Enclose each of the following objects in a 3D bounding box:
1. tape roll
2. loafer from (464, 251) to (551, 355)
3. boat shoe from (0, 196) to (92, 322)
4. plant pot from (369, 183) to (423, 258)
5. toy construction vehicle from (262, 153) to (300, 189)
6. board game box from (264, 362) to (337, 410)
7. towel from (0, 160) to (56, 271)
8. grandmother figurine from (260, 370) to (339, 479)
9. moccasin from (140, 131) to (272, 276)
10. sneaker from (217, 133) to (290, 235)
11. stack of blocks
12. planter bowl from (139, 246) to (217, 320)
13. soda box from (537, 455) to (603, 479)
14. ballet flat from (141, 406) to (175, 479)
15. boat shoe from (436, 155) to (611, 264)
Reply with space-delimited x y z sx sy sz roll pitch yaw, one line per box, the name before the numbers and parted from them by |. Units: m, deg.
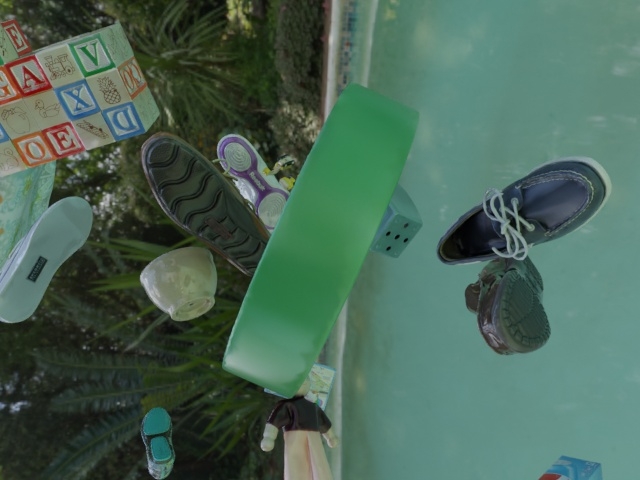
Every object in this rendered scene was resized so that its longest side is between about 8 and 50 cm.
tape roll | 0.000 0.000 0.566 0.321 0.077 0.321 -155 90 -89
loafer | 0.347 0.125 1.023 0.133 0.130 0.366 57 -152 1
boat shoe | -0.517 0.026 0.974 0.095 0.084 0.258 54 -129 -39
plant pot | 0.114 -0.075 1.256 0.165 0.166 0.234 -55 46 17
toy construction vehicle | -0.065 -0.138 1.145 0.098 0.086 0.035 -33 -16 -44
board game box | -0.049 0.343 1.321 0.026 0.154 0.103 141 148 -78
towel | -0.778 -0.094 1.384 0.374 0.090 0.320 -117 45 -67
grandmother figurine | -0.036 0.414 1.152 0.208 0.104 0.342 29 -141 -46
moccasin | -0.213 -0.078 1.084 0.380 0.139 0.147 42 -169 -43
sneaker | -0.154 -0.144 1.382 0.305 0.114 0.152 62 -179 -18
stack of blocks | -0.389 -0.190 0.698 0.087 0.298 0.171 -94 -13 -60
planter bowl | -0.290 0.104 1.154 0.109 0.162 0.162 61 163 24
soda box | 0.377 0.414 0.840 0.067 0.210 0.071 -5 91 43
ballet flat | -0.352 0.439 1.158 0.188 0.070 0.070 -132 42 -65
boat shoe | 0.237 -0.026 0.673 0.095 0.079 0.254 63 152 1
